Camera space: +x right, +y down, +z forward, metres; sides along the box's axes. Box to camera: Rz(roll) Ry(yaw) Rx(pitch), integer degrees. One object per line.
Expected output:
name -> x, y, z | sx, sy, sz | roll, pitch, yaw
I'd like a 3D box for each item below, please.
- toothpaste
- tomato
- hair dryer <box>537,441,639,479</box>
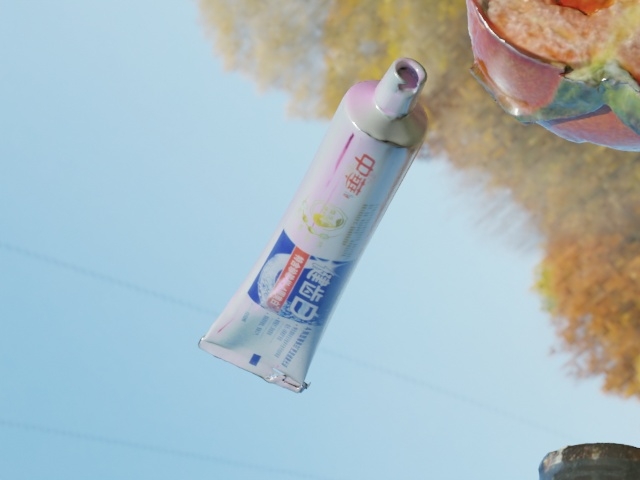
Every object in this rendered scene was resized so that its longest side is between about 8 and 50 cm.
toothpaste -> 0.000, 0.000, 0.495 | 0.045, 0.170, 0.028 | 22, -132, -5
tomato -> 0.269, -0.185, 1.250 | 0.309, 0.309, 0.170 | 55, 159, 21
hair dryer -> 0.050, 0.175, 0.466 | 0.050, 0.195, 0.173 | 20, -123, -14
